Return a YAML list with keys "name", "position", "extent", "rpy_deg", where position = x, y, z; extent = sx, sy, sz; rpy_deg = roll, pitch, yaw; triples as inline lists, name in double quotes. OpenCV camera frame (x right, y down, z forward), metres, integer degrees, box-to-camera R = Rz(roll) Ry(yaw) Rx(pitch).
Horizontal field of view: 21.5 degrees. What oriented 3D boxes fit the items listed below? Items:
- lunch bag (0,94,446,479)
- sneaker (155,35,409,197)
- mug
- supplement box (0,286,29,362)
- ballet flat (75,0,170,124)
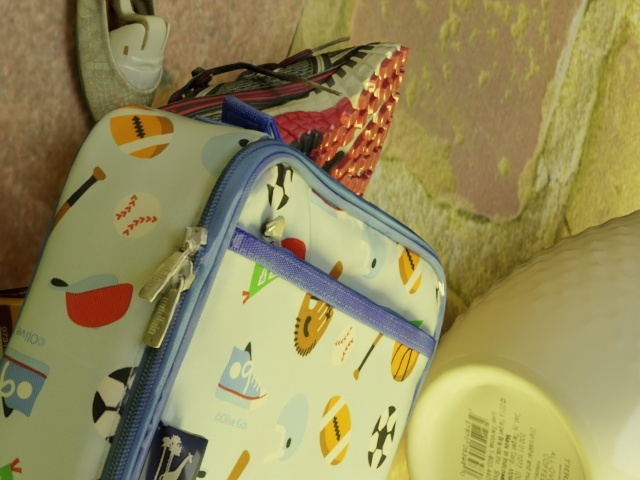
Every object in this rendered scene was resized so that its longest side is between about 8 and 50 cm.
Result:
- name: "lunch bag"
  position: [-0.043, 0.065, 0.846]
  extent: [0.243, 0.115, 0.303]
  rpy_deg: [-68, 154, -6]
- name: "sneaker"
  position: [-0.030, -0.072, 1.051]
  extent: [0.299, 0.112, 0.121]
  rpy_deg: [-33, 143, -63]
- name: "mug"
  position: [0.218, 0.166, 1.260]
  extent: [0.328, 0.276, 0.374]
  rpy_deg: [-16, 132, -45]
- name: "supplement box"
  position: [-0.120, 0.074, 0.958]
  extent: [0.188, 0.081, 0.104]
  rpy_deg: [-7, 95, -51]
- name: "ballet flat"
  position: [-0.115, -0.141, 0.994]
  extent: [0.057, 0.052, 0.168]
  rpy_deg: [-15, 100, -52]
